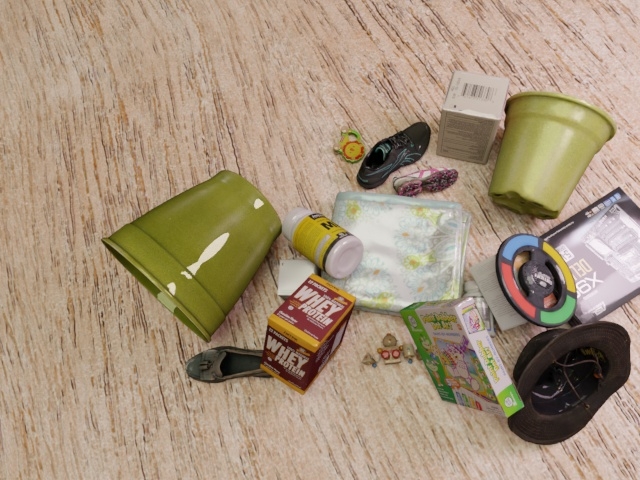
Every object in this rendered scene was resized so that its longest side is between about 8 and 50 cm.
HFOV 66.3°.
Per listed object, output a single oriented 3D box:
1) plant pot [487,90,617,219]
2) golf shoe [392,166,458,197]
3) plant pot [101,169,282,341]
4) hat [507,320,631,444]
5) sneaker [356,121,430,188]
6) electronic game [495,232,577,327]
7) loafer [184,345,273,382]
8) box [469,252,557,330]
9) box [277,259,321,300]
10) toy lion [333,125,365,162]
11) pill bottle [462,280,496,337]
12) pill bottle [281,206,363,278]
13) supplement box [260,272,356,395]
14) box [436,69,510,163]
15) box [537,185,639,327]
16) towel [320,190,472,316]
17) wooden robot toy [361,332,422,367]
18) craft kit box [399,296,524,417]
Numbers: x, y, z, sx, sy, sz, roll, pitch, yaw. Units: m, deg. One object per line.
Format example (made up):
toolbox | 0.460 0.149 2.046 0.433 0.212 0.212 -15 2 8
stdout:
plant pot | 0.563 -0.200 1.257 0.276 0.276 0.253 22 87 16
golf shoe | 0.293 -0.177 1.377 0.186 0.067 0.086 -14 43 -7
plant pot | -0.300 0.010 1.284 0.366 0.366 0.353 35 68 19
hat | 0.533 0.295 1.120 0.331 0.331 0.134 -33 30 -3
sneaker | 0.215 -0.253 1.398 0.267 0.106 0.101 -42 69 -8
electronic game | 0.499 0.089 1.130 0.229 0.048 0.229 10 63 -21
loafer | -0.232 0.318 1.279 0.268 0.084 0.096 -5 71 7
box | 0.470 0.112 1.194 0.130 0.091 0.170 -16 74 -35
box | -0.056 0.109 1.323 0.101 0.087 0.102 0 71 9
toy lion | 0.092 -0.283 1.470 0.096 0.034 0.100 21 75 8
pill bottle | 0.396 0.174 1.232 0.078 0.078 0.137 0 70 9
pill bottle | 0.000 0.000 1.262 0.119 0.119 0.208 -48 52 -9
supplement box | -0.031 0.223 1.183 0.129 0.194 0.191 28 42 17
box | 0.405 -0.326 1.323 0.149 0.232 0.126 15 74 14
box | 0.694 0.046 1.228 0.307 0.076 0.242 -31 69 -2
towel | 0.198 0.037 1.307 0.375 0.090 0.320 7 71 12
wooden robot toy | 0.186 0.268 1.241 0.173 0.076 0.079 -8 59 6
craft kit box | 0.301 0.252 1.093 0.061 0.250 0.246 -22 87 -20
